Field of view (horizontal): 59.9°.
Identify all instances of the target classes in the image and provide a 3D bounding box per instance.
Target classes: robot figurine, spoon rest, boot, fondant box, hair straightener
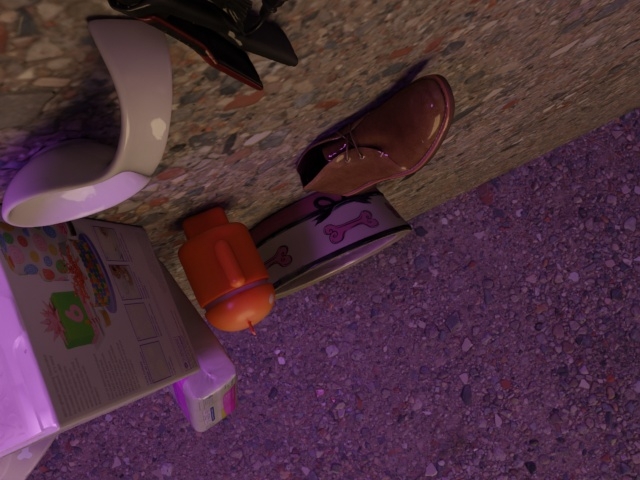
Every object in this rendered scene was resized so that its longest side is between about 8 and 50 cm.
[{"bbox_3d":[-0.155,0.057,0.930,0.158,0.220,0.128,-32,169,36],"label":"robot figurine"},{"bbox_3d":[-0.197,-0.069,0.487,0.137,0.084,0.276,-19,169,-40],"label":"spoon rest"},{"bbox_3d":[0.070,-0.139,0.822,0.115,0.113,0.305,-7,165,-34],"label":"boot"},{"bbox_3d":[-0.295,0.096,0.693,0.096,0.239,0.330,-25,172,8],"label":"fondant box"},{"bbox_3d":[-0.070,-0.172,0.397,0.089,0.047,0.230,-28,167,19],"label":"hair straightener"}]

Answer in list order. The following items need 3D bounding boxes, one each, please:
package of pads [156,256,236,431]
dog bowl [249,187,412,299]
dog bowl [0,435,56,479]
[{"bbox_3d":[-0.268,0.195,1.039,0.101,0.296,0.229,-31,157,-25],"label":"package of pads"},{"bbox_3d":[0.000,0.000,1.306,0.407,0.151,0.408,-26,172,-4],"label":"dog bowl"},{"bbox_3d":[-0.495,0.262,0.889,0.348,0.102,0.349,-38,-151,26],"label":"dog bowl"}]
